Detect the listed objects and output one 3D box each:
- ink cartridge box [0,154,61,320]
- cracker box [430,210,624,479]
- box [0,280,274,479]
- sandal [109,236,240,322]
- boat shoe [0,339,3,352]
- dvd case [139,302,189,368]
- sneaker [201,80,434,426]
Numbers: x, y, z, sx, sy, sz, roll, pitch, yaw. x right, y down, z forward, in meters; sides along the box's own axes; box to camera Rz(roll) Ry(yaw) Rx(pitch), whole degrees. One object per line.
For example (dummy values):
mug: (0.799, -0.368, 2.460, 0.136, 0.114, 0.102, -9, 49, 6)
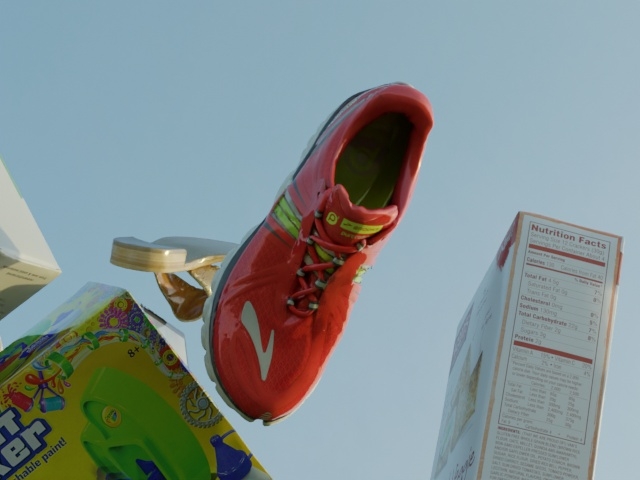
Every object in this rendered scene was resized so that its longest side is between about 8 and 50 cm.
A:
ink cartridge box: (-0.327, 0.018, 1.221, 0.212, 0.154, 0.093, -37, -23, 12)
cracker box: (0.105, 0.122, 0.896, 0.067, 0.232, 0.156, 15, -30, -1)
box: (-0.201, 0.230, 1.283, 0.290, 0.177, 0.279, -40, -78, -13)
sandal: (-0.137, 0.041, 1.572, 0.088, 0.240, 0.079, 13, -85, 24)
boat shoe: (-0.449, 0.059, 1.711, 0.158, 0.341, 0.127, -16, -7, -26)
dvd case: (-0.141, 0.198, 1.515, 0.022, 0.253, 0.180, -10, -13, 6)
sneaker: (0.000, 0.000, 1.173, 0.107, 0.279, 0.118, 27, -15, -11)
